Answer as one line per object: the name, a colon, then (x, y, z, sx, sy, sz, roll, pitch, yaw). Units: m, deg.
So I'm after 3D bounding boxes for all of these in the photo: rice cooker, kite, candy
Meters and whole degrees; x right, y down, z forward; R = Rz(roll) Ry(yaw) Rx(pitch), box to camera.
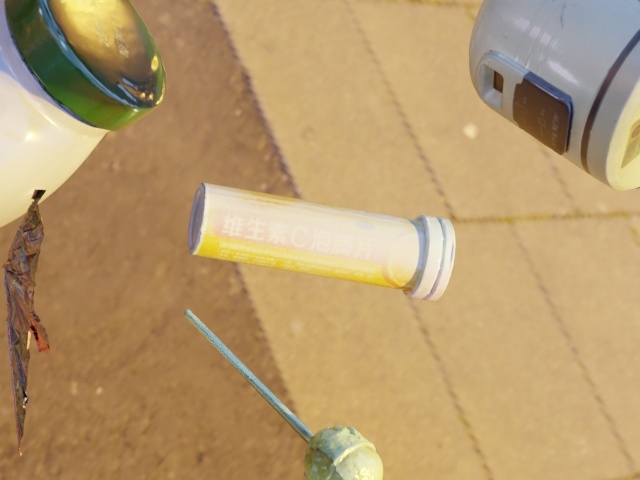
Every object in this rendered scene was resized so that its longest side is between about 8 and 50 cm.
rice cooker: (0.275, -0.170, 1.508, 0.244, 0.226, 0.226, 35, 37, 25)
kite: (-0.250, 0.062, 1.354, 0.009, 0.232, 0.189, 1, 17, -23)
candy: (-0.054, 0.187, 1.862, 0.335, 0.092, 0.093, 42, 32, 27)

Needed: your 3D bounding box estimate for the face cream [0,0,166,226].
face cream: (-0.371, -0.146, 1.804, 0.219, 0.357, 0.312, 49, 24, -22)

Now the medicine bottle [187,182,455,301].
medicine bottle: (0.000, 0.000, 1.346, 0.218, 0.074, 0.074, 9, 48, -15)
